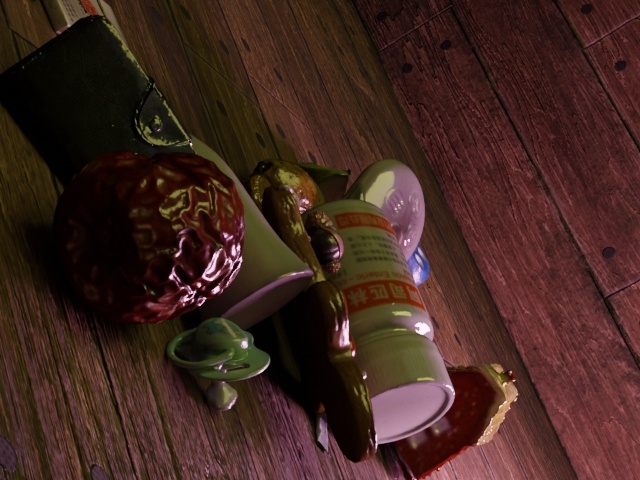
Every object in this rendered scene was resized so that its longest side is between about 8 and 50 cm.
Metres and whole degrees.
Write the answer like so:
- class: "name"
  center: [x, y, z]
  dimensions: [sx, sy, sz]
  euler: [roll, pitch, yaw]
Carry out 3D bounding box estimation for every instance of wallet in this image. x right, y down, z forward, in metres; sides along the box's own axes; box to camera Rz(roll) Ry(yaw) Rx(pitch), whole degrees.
- class: "wallet"
  center: [-0.255, -0.120, 1.621]
  dimensions: [0.318, 0.172, 0.045]
  euler: [57, -20, -18]

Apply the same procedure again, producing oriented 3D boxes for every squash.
- class: "squash"
  center: [-0.013, -0.145, 2.558]
  dimensions: [0.252, 0.093, 0.169]
  euler: [-102, -159, -49]

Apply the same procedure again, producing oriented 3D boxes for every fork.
- class: "fork"
  center: [0.123, 0.370, 2.204]
  dimensions: [0.016, 0.012, 0.115]
  euler: [53, 15, -36]

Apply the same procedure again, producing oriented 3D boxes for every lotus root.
- class: "lotus root"
  center: [-0.041, -0.070, 2.335]
  dimensions: [0.258, 0.097, 0.110]
  euler: [42, 54, -51]

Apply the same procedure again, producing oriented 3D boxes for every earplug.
- class: "earplug"
  center: [-0.160, -0.032, 1.777]
  dimensions: [0.301, 0.172, 0.172]
  euler: [57, 14, 13]

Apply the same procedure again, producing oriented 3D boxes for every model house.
- class: "model house"
  center: [0.239, 0.298, 2.234]
  dimensions: [0.160, 0.254, 0.196]
  euler: [62, 12, 12]

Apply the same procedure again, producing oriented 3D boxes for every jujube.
- class: "jujube"
  center: [-0.191, -0.006, 1.487]
  dimensions: [0.213, 0.213, 0.232]
  euler: [62, 22, 7]

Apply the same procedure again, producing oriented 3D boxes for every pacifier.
- class: "pacifier"
  center: [-0.133, 0.165, 1.623]
  dimensions: [0.150, 0.127, 0.116]
  euler: [36, -52, 54]

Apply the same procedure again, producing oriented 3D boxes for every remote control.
- class: "remote control"
  center: [0.095, -0.007, 2.393]
  dimensions: [0.332, 0.103, 0.221]
  euler: [-52, 132, -30]

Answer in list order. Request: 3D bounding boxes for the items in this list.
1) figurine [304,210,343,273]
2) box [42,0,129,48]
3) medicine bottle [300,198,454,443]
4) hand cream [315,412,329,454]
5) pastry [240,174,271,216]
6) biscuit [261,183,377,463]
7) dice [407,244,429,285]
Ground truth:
- class: "figurine"
  center: [0.000, 0.000, 2.014]
  dimensions: [0.129, 0.054, 0.072]
  euler: [-122, -151, -62]
- class: "box"
  center: [-0.359, -0.338, 1.936]
  dimensions: [0.109, 0.029, 0.198]
  euler: [65, 16, 17]
- class: "medicine bottle"
  center: [0.069, 0.131, 2.092]
  dimensions: [0.211, 0.211, 0.371]
  euler: [41, 23, -52]
- class: "hand cream"
  center: [0.001, 0.288, 1.960]
  dimensions: [0.030, 0.019, 0.093]
  euler: [53, 23, -33]
- class: "pastry"
  center: [-0.109, -0.064, 2.193]
  dimensions: [0.097, 0.057, 0.109]
  euler: [68, 18, 11]
- class: "biscuit"
  center: [0.007, 0.138, 1.896]
  dimensions: [0.283, 0.064, 0.432]
  euler: [95, -25, -49]
- class: "dice"
  center: [0.128, 0.044, 2.589]
  dimensions: [0.146, 0.146, 0.143]
  euler: [58, 13, -6]
